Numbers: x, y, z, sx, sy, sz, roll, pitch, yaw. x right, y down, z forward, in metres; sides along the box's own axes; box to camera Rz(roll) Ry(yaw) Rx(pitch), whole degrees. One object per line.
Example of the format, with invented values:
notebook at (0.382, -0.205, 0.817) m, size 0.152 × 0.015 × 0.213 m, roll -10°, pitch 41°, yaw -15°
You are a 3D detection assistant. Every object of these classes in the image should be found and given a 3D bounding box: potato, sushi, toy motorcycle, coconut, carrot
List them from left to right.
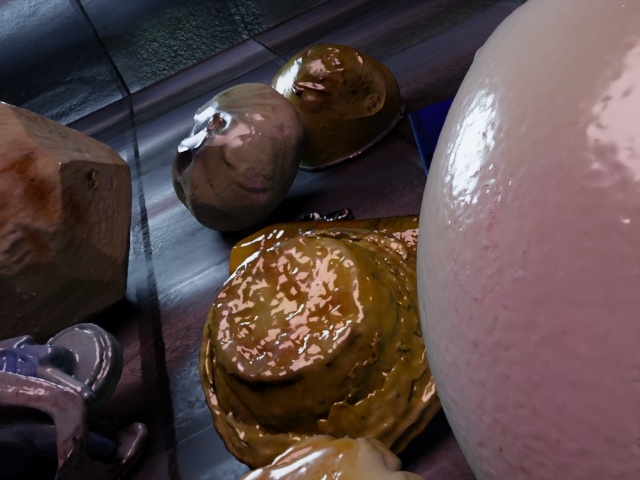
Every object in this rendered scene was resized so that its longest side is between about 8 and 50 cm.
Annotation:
toy motorcycle at (-0.366, 0.211, 0.743) m, size 0.319 × 0.181 × 0.241 m, roll -14°, pitch 30°, yaw 17°
coconut at (-0.472, -0.022, 1.025) m, size 0.415 × 0.415 × 0.345 m, roll -37°, pitch 51°, yaw -22°
sushi at (0.000, 0.000, 0.962) m, size 0.085 × 0.056 × 0.083 m, roll 5°, pitch 47°, yaw 42°
potato at (0.021, -0.288, 1.301) m, size 0.247 × 0.196 × 0.299 m, roll -14°, pitch 28°, yaw 17°
carrot at (0.032, 0.025, 0.827) m, size 0.302 × 0.114 × 0.114 m, roll -6°, pitch 33°, yaw 26°

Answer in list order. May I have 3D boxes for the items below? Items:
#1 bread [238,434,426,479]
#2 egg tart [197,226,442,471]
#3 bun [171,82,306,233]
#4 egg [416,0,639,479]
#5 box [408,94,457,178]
bread at (0.043, 0.244, 0.426) m, size 0.173 × 0.121 × 0.311 m, roll -29°, pitch 28°, yaw -16°
egg tart at (-0.012, 0.091, 0.665) m, size 0.294 × 0.123 × 0.293 m, roll -14°, pitch 51°, yaw 19°
bun at (-0.147, -0.147, 1.144) m, size 0.273 × 0.168 × 0.272 m, roll -25°, pitch 49°, yaw 33°
egg at (0.222, 0.058, 0.408) m, size 0.355 × 0.354 × 0.339 m, roll -1°, pitch 63°, yaw 38°
box at (0.268, -0.125, 0.906) m, size 0.262 × 0.116 × 0.279 m, roll -18°, pitch 30°, yaw 10°
